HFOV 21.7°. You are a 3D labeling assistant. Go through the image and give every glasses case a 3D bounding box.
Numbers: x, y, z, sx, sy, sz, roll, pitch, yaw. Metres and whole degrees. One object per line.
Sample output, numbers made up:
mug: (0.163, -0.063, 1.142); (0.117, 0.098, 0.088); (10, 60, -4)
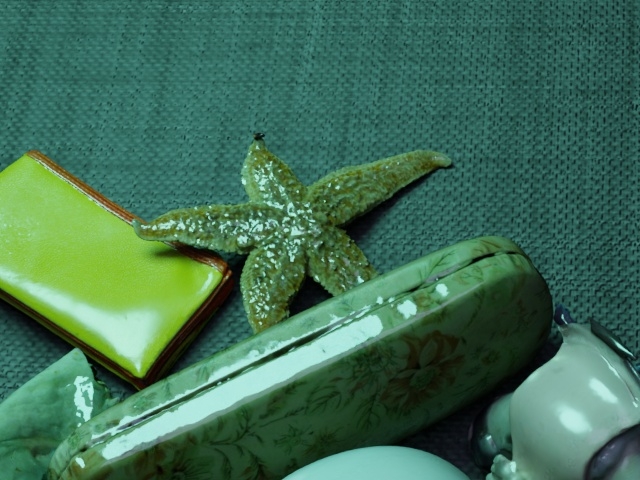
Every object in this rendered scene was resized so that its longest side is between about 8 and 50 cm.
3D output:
glasses case: (-0.011, 0.128, 1.318); (0.425, 0.156, 0.098); (-26, 51, -7)

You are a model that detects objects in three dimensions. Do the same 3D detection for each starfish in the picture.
starfish: (-0.001, 0.004, 1.446); (0.295, 0.048, 0.231); (-14, 60, -21)

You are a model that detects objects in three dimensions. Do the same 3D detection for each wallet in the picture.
wallet: (-0.206, 0.025, 1.471); (0.241, 0.067, 0.141); (31, 63, 19)

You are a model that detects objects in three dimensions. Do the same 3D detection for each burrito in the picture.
burrito: (-0.258, 0.193, 1.317); (0.096, 0.066, 0.309); (45, 44, -1)

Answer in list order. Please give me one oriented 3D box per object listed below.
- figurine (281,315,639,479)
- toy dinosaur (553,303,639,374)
figurine: (0.084, 0.225, 1.218); (0.361, 0.211, 0.253); (-33, 28, -12)
toy dinosaur: (0.238, 0.124, 1.324); (0.045, 0.080, 0.197); (-48, 46, 23)
